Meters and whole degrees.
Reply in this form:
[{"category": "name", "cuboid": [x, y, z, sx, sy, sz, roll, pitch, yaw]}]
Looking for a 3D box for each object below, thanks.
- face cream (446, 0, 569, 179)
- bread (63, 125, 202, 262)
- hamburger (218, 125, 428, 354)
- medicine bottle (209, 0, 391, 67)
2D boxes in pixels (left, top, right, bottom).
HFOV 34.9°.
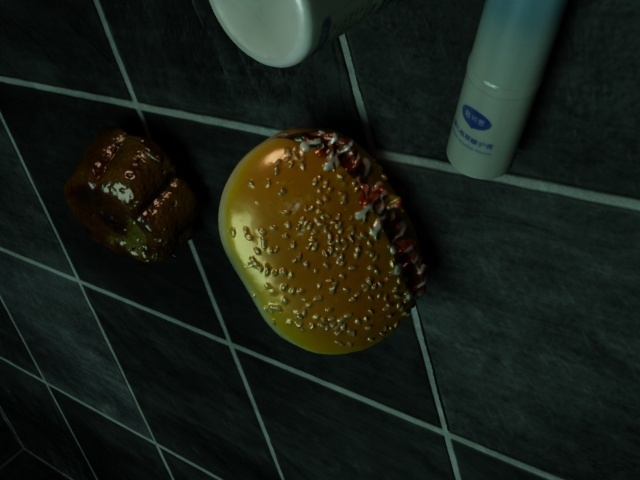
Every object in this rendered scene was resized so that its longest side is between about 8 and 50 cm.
[{"category": "face cream", "cuboid": [0.184, -0.171, 1.013, 0.077, 0.077, 0.250, 36, 145, 21]}, {"category": "bread", "cuboid": [-0.298, -0.068, 1.656, 0.232, 0.135, 0.247, 45, 148, -18]}, {"category": "hamburger", "cuboid": [0.000, 0.000, 1.286, 0.295, 0.227, 0.151, 59, 170, -20]}, {"category": "medicine bottle", "cuboid": [0.014, -0.273, 0.967, 0.139, 0.237, 0.139, 30, 143, 26]}]
